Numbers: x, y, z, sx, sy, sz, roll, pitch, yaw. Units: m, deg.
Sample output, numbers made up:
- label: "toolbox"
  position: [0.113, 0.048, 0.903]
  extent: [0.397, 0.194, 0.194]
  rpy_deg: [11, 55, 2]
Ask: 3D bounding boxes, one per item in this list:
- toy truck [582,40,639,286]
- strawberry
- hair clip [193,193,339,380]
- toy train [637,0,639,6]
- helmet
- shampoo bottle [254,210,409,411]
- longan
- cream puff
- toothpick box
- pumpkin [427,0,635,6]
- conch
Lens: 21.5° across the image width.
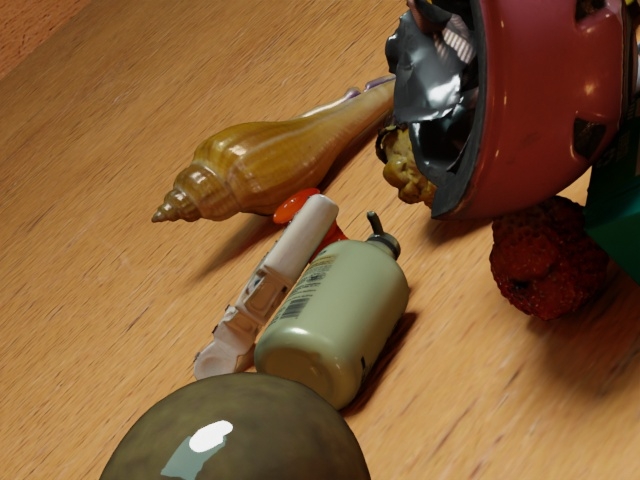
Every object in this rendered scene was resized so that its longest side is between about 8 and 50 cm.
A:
- label: "toy truck"
  position: [0.242, -0.059, 1.067]
  extent: [0.124, 0.114, 0.253]
  rpy_deg: [-38, 16, 29]
- label: "strawberry"
  position: [0.149, 0.012, 1.099]
  extent: [0.083, 0.083, 0.096]
  rpy_deg: [-27, 28, 25]
- label: "hair clip"
  position: [-0.044, 0.042, 1.297]
  extent: [0.072, 0.034, 0.226]
  rpy_deg: [-59, 4, -39]
- label: "toy train"
  position: [0.357, -0.282, 1.393]
  extent: [0.285, 0.116, 0.177]
  rpy_deg: [-25, 32, 16]
- label: "helmet"
  position: [0.127, -0.112, 1.059]
  extent: [0.154, 0.198, 0.253]
  rpy_deg: [-2, 13, -14]
- label: "shampoo bottle"
  position: [0.018, 0.049, 1.230]
  extent: [0.079, 0.079, 0.162]
  rpy_deg: [-20, 24, 39]
- label: "longan"
  position: [-0.053, 0.173, 0.963]
  extent: [0.185, 0.159, 0.204]
  rpy_deg: [-46, -24, -75]
- label: "cream puff"
  position: [0.110, -0.074, 1.325]
  extent: [0.133, 0.104, 0.119]
  rpy_deg: [-6, 2, 43]
- label: "toothpick box"
  position: [0.000, 0.000, 1.368]
  extent: [0.047, 0.083, 0.047]
  rpy_deg: [-30, 21, 13]
- label: "pumpkin"
  position: [0.188, -0.240, 1.576]
  extent: [0.312, 0.169, 0.148]
  rpy_deg: [-109, 31, -46]
- label: "conch"
  position: [-0.018, -0.083, 1.616]
  extent: [0.330, 0.093, 0.109]
  rpy_deg: [-22, -5, -23]
